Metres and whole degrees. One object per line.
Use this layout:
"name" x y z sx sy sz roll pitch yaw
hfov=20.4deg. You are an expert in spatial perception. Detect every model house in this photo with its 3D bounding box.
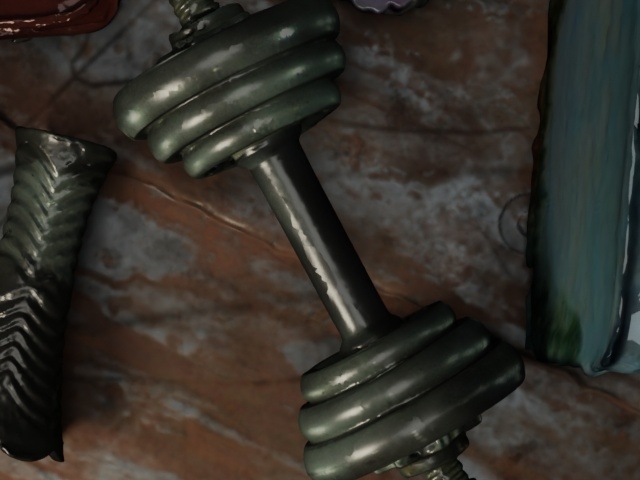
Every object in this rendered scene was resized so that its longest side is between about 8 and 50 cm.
"model house" 0.334 -0.077 1.193 0.339 0.297 0.360 5 86 -2

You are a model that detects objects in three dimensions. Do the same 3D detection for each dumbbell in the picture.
"dumbbell" 0.000 0.000 1.262 0.179 0.179 0.406 -28 89 5

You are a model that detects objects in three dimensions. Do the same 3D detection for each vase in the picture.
"vase" -0.216 0.038 1.322 0.115 0.115 0.237 13 88 4

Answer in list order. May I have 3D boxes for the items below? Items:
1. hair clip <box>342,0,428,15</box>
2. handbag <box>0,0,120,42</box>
"hair clip" 0.007 -0.234 1.307 0.292 0.084 0.106 22 98 8
"handbag" -0.291 -0.275 1.322 0.276 0.084 0.260 -4 92 5
